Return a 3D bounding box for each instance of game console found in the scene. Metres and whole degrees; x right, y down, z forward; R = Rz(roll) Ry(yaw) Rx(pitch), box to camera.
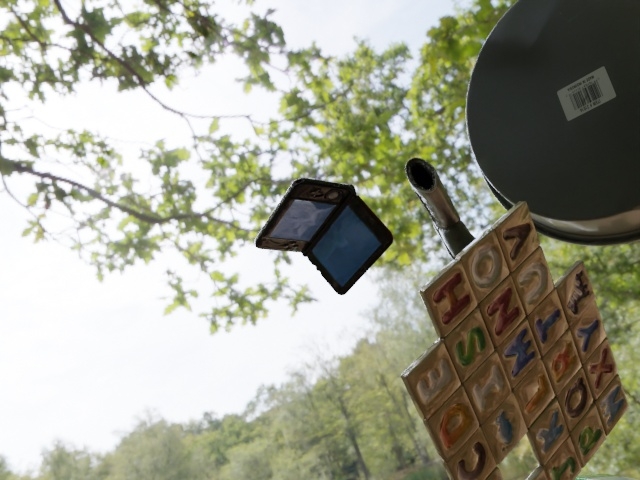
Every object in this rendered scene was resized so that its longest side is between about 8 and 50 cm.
[{"bbox_3d":[0.000,0.000,0.860,0.124,0.085,0.144,6,-38,-30],"label":"game console"}]

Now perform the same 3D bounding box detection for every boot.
[{"bbox_3d":[0.255,-0.052,1.343,0.076,0.189,0.208,-35,-38,-5],"label":"boot"}]

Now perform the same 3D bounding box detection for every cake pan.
[{"bbox_3d":[0.268,-0.141,0.658,0.054,0.293,0.293,5,-33,-48],"label":"cake pan"}]

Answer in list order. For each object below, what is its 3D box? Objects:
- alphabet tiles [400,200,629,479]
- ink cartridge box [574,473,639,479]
[{"bbox_3d":[0.155,0.101,0.506,0.198,0.237,0.009,-37,24,-27],"label":"alphabet tiles"},{"bbox_3d":[0.519,0.478,1.112,0.087,0.153,0.208,4,-15,-15],"label":"ink cartridge box"}]
